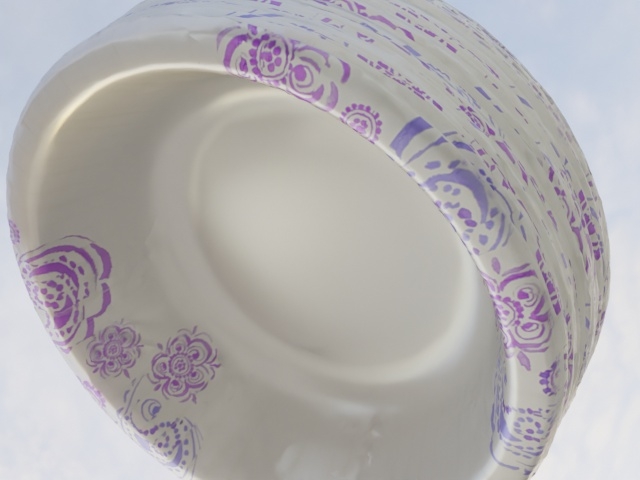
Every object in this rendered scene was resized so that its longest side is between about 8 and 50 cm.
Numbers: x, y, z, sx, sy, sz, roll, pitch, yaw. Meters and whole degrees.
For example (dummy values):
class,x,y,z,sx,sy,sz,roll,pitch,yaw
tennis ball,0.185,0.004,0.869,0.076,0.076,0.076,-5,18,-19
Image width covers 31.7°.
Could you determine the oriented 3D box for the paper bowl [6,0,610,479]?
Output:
class,x,y,z,sx,sy,sz,roll,pitch,yaw
paper bowl,0.000,0.000,0.557,0.148,0.284,0.284,-50,-44,-47
